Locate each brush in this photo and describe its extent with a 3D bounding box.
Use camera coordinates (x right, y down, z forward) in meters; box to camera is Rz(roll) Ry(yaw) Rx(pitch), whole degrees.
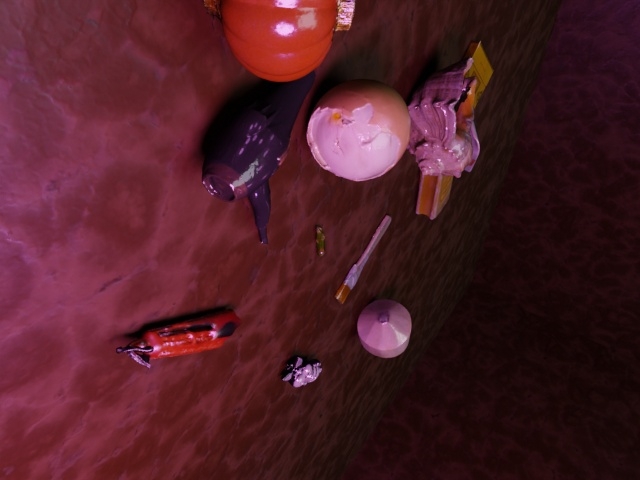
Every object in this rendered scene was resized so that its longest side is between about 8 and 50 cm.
[{"bbox_3d":[0.145,0.055,1.545,0.337,0.020,0.085,-58,154,-13],"label":"brush"}]

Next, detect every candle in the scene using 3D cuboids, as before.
[{"bbox_3d":[-0.248,0.176,0.874,0.301,0.059,0.084,8,94,-65],"label":"candle"}]

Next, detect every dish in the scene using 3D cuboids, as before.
[{"bbox_3d":[0.528,-0.358,1.757,0.234,0.064,0.154,67,15,-74],"label":"dish"}]

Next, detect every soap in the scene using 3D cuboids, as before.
[{"bbox_3d":[0.427,-0.232,1.738,0.173,0.089,0.274,-49,151,-35],"label":"soap"}]

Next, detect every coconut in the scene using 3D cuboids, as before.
[{"bbox_3d":[0.238,0.325,1.768,0.202,0.202,0.222,-52,156,-23],"label":"coconut"}]

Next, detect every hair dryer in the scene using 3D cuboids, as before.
[{"bbox_3d":[-0.100,-0.122,0.883,0.360,0.120,0.304,96,16,-55],"label":"hair dryer"}]

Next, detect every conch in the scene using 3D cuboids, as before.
[{"bbox_3d":[0.330,-0.354,1.334,0.297,0.209,0.353,66,30,-67],"label":"conch"}]

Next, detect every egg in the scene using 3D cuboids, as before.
[{"bbox_3d":[0.087,-0.230,0.975,0.244,0.200,0.201,-48,151,-49],"label":"egg"}]

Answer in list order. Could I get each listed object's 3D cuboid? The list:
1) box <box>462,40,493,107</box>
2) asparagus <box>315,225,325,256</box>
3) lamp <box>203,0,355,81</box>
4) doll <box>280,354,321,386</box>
[{"bbox_3d":[0.495,-0.513,1.622,0.153,0.041,0.279,32,85,-46],"label":"box"},{"bbox_3d":[-0.001,0.000,1.215,0.021,0.025,0.108,-37,144,-27],"label":"asparagus"},{"bbox_3d":[-0.053,-0.327,0.627,0.223,0.196,0.224,-176,-90,-86],"label":"lamp"},{"bbox_3d":[-0.050,0.397,1.437,0.091,0.067,0.219,-52,152,-1],"label":"doll"}]
